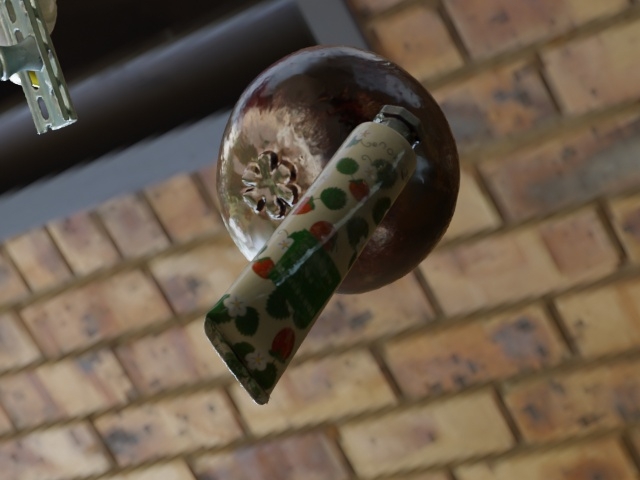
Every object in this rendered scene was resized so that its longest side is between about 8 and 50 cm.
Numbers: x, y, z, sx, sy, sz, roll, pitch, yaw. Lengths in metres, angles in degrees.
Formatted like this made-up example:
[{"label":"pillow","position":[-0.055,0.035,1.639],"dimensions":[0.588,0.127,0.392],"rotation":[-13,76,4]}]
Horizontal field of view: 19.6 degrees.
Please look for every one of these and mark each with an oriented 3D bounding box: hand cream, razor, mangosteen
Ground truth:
[{"label":"hand cream","position":[0.000,0.000,1.454],"dimensions":[0.059,0.095,0.276],"rotation":[0,-135,43]},{"label":"razor","position":[-0.283,-0.096,1.224],"dimensions":[0.232,0.106,0.068],"rotation":[-20,-177,-24]},{"label":"mangosteen","position":[0.035,-0.064,1.722],"dimensions":[0.235,0.235,0.261],"rotation":[-16,177,38]}]

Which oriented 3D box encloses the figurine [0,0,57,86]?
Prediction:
[{"label":"figurine","position":[-0.270,-0.179,1.368],"dimensions":[0.178,0.129,0.109],"rotation":[19,-140,29]}]
